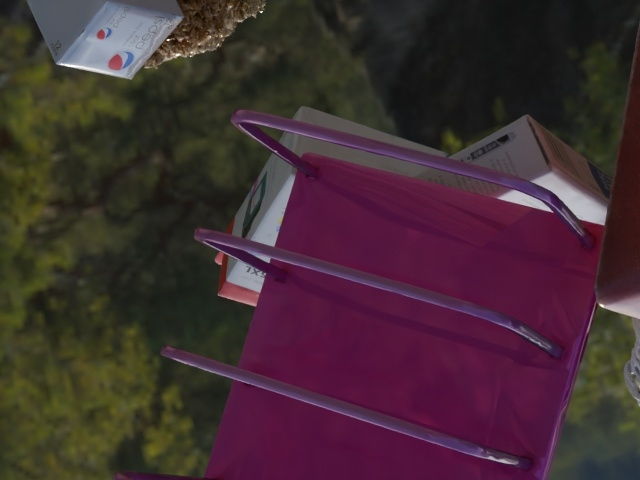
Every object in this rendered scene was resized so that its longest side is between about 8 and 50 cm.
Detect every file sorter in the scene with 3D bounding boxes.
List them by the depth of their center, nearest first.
[{"bbox_3d":[0.014,0.094,0.992,0.202,0.291,0.182,15,175,22],"label":"file sorter"}]

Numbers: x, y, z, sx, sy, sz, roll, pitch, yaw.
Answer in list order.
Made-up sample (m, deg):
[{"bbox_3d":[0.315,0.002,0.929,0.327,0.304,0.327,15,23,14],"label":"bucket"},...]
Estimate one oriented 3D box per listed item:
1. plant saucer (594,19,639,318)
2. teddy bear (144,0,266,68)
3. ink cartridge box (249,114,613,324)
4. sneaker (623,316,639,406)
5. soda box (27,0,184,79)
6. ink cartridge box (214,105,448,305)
[{"bbox_3d":[0.265,-0.067,1.065,0.048,0.259,0.258,6,173,39],"label":"plant saucer"},{"bbox_3d":[-0.178,-0.335,1.671,0.245,0.338,0.113,-4,174,-7],"label":"teddy bear"},{"bbox_3d":[0.084,0.006,1.206,0.224,0.045,0.223,-29,160,17],"label":"ink cartridge box"},{"bbox_3d":[0.310,0.107,1.525,0.118,0.110,0.292,-22,157,20],"label":"sneaker"},{"bbox_3d":[-0.180,-0.221,1.272,0.074,0.216,0.069,6,137,-47],"label":"soda box"},{"bbox_3d":[0.000,0.000,1.507,0.134,0.078,0.231,17,141,-13],"label":"ink cartridge box"}]
